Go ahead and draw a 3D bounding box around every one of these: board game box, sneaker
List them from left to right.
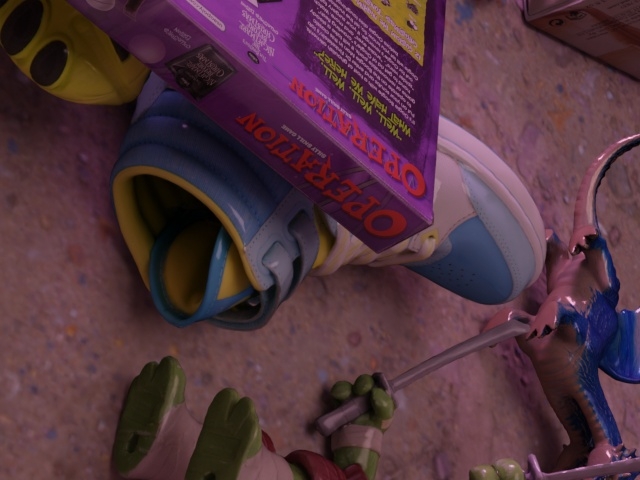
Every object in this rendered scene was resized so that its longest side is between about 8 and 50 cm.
[{"bbox_3d":[-0.179,-0.199,0.854,0.123,0.109,0.295,77,-12,-82],"label":"sneaker"},{"bbox_3d":[-0.061,-0.167,0.816,0.347,0.056,0.208,39,35,-30],"label":"board game box"},{"bbox_3d":[0.000,0.000,0.950,0.319,0.127,0.208,34,53,-22],"label":"sneaker"}]

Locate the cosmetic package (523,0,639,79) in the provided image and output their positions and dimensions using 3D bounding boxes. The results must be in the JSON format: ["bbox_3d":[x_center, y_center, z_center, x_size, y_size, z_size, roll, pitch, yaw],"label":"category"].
[{"bbox_3d":[0.314,-0.225,1.326,0.296,0.129,0.153,19,64,-40],"label":"cosmetic package"}]

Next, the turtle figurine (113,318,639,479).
[{"bbox_3d":[0.037,0.116,0.904,0.266,0.275,0.198,24,28,-34],"label":"turtle figurine"}]

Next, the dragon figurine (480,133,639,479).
[{"bbox_3d":[0.210,0.063,1.167,0.144,0.085,0.289,44,51,-27],"label":"dragon figurine"}]
